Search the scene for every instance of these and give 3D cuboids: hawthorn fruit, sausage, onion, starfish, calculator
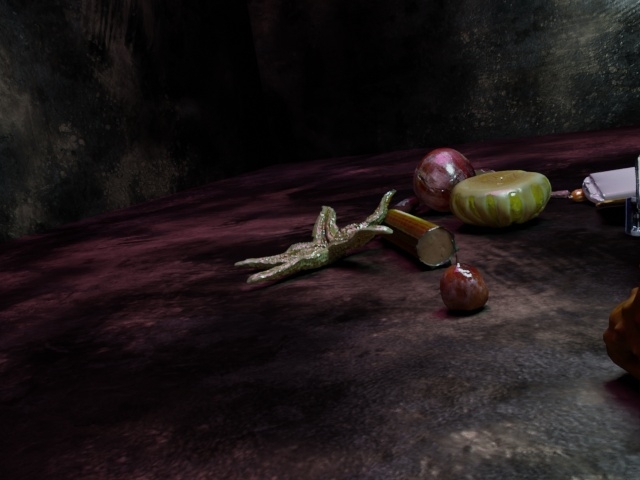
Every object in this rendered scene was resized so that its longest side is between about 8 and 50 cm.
[{"bbox_3d":[0.197,0.049,0.923,0.066,0.103,0.067,-11,20,4],"label":"hawthorn fruit"},{"bbox_3d":[0.175,-0.015,1.327,0.082,0.082,0.371,-11,11,-7],"label":"sausage"},{"bbox_3d":[0.614,-0.106,1.500,0.107,0.031,0.031,-11,12,3],"label":"sausage"},{"bbox_3d":[0.322,-0.138,1.624,0.159,0.160,0.195,-16,34,-30],"label":"onion"},{"bbox_3d":[-0.001,0.003,1.348,0.357,0.078,0.347,-19,20,20],"label":"starfish"},{"bbox_3d":[0.665,-0.121,1.450,0.174,0.032,0.100,-8,37,6],"label":"calculator"}]

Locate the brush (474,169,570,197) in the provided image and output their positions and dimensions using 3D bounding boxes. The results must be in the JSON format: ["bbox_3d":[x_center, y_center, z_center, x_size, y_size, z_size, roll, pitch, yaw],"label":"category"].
[{"bbox_3d":[0.479,-0.128,1.675,0.300,0.071,0.084,12,39,39],"label":"brush"}]

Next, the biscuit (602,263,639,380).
[{"bbox_3d":[0.488,0.052,0.526,0.394,0.167,0.342,-10,14,-9],"label":"biscuit"}]

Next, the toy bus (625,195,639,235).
[{"bbox_3d":[0.591,-0.040,1.098,0.076,0.073,0.167,-3,7,-23],"label":"toy bus"}]

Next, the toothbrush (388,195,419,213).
[{"bbox_3d":[0.167,-0.054,1.595,0.040,0.041,0.364,-3,14,27],"label":"toothbrush"}]

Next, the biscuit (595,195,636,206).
[{"bbox_3d":[0.661,-0.082,1.270,0.236,0.013,0.232,-6,-1,18],"label":"biscuit"}]

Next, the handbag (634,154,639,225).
[{"bbox_3d":[0.610,-0.033,0.858,0.358,0.160,0.236,-5,18,27],"label":"handbag"}]

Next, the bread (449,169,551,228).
[{"bbox_3d":[0.375,-0.083,1.402,0.213,0.105,0.213,-9,15,2],"label":"bread"}]
